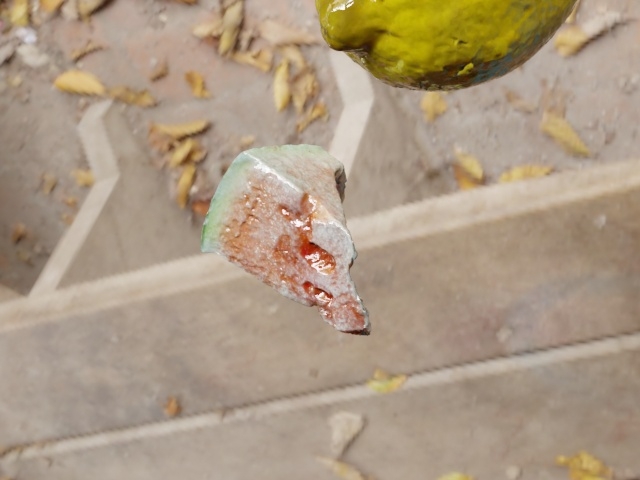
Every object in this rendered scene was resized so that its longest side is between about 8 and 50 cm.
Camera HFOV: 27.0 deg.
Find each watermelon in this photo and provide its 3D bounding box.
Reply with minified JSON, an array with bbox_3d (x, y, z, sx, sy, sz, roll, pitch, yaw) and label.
[{"bbox_3d":[-0.024,-0.007,1.013,0.121,0.158,0.098,2,133,-15],"label":"watermelon"}]

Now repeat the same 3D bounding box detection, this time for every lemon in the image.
[{"bbox_3d":[0.121,-0.264,1.267,0.245,0.320,0.245,33,142,31],"label":"lemon"}]
